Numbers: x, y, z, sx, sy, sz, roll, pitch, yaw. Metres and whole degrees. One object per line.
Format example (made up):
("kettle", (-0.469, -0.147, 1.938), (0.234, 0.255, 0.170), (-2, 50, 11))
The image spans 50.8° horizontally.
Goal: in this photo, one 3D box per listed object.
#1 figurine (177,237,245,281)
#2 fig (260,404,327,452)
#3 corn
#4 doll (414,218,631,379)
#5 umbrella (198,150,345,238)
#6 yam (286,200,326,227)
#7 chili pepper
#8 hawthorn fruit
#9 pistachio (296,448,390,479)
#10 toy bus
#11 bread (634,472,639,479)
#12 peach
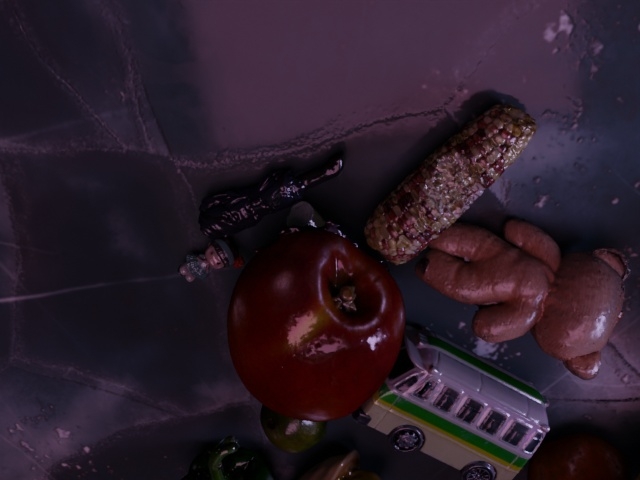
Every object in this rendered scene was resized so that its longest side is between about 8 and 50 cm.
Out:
("figurine", (-0.175, 0.035, 1.076), (0.106, 0.047, 0.060), (-27, 97, 22))
("fig", (-0.032, 0.319, 1.184), (0.123, 0.123, 0.156), (-30, 125, 19))
("corn", (0.181, -0.079, 0.960), (0.098, 0.098, 0.290), (40, 114, -16))
("doll", (0.297, 0.070, 1.024), (0.303, 0.156, 0.201), (21, 79, 15))
("umbrella", (-0.073, -0.065, 1.003), (0.248, 0.071, 0.071), (-19, 116, 15))
("yam", (0.000, 0.000, 1.022), (0.054, 0.054, 0.132), (-25, 132, 17))
("chili pepper", (-0.176, 0.455, 1.241), (0.165, 0.174, 0.261), (15, 129, 40))
("hawthorn fruit", (0.451, 0.441, 1.166), (0.179, 0.200, 0.179), (5, 118, 9))
("pistachio", (0.017, 0.528, 1.272), (0.187, 0.187, 0.299), (30, 112, -12))
("toy bus", (0.215, 0.269, 1.122), (0.305, 0.143, 0.179), (28, 115, -10))
("bread", (0.605, 0.453, 1.079), (0.375, 0.165, 0.237), (-39, 115, -21))
("peach", (-0.025, 0.161, 1.009), (0.257, 0.201, 0.362), (21, 134, -22))
